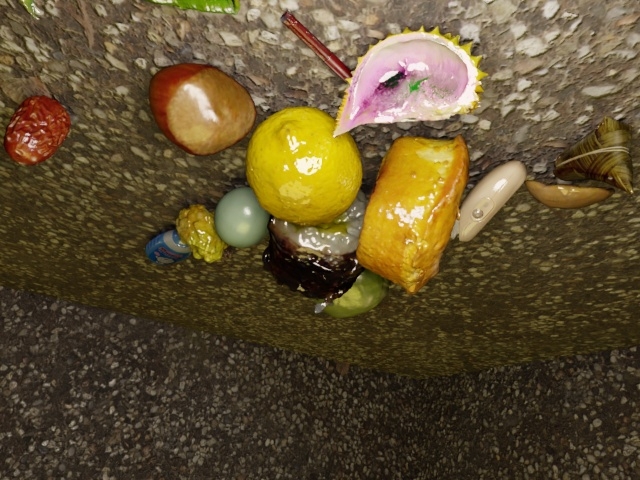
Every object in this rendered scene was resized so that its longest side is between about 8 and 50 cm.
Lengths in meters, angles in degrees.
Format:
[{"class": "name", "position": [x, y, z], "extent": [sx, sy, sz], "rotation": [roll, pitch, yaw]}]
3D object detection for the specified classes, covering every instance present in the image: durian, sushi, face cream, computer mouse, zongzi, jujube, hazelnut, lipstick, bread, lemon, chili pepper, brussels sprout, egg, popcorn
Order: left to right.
[{"class": "jujube", "position": [-0.657, -0.252, 1.102], "extent": [0.112, 0.176, 0.109], "rotation": [30, 142, -28]}, {"class": "chili pepper", "position": [-0.311, -0.417, 0.785], "extent": [0.359, 0.076, 0.084], "rotation": [1, 127, 4]}, {"class": "face cream", "position": [-0.541, 0.021, 1.750], "extent": [0.149, 0.083, 0.264], "rotation": [21, 151, -33]}, {"class": "hazelnut", "position": [-0.247, -0.259, 0.976], "extent": [0.210, 0.186, 0.210], "rotation": [-10, 157, -4]}, {"class": "popcorn", "position": [-0.370, -0.029, 1.525], "extent": [0.198, 0.155, 0.197], "rotation": [31, 154, 17]}, {"class": "durian", "position": [-0.359, 0.040, 1.744], "extent": [0.080, 0.080, 0.091], "rotation": [37, -175, -46]}, {"class": "egg", "position": [-0.225, -0.065, 1.388], "extent": [0.168, 0.167, 0.231], "rotation": [16, 155, -17]}, {"class": "lemon", "position": [-0.032, -0.157, 1.058], "extent": [0.254, 0.253, 0.310], "rotation": [-3, 156, 20]}, {"class": "lipstick", "position": [-0.004, -0.359, 0.886], "extent": [0.027, 0.027, 0.177], "rotation": [-17, 144, 41]}, {"class": "sushi", "position": [0.000, 0.000, 1.308], "extent": [0.300, 0.281, 0.294], "rotation": [33, 148, 7]}, {"class": "brussels sprout", "position": [0.095, 0.135, 1.629], "extent": [0.274, 0.242, 0.316], "rotation": [-24, -179, -5]}, {"class": "durian", "position": [0.163, -0.295, 0.864], "extent": [0.261, 0.153, 0.186], "rotation": [8, 133, 13]}, {"class": "bread", "position": [0.210, -0.074, 1.077], "extent": [0.204, 0.358, 0.336], "rotation": [21, 150, 8]}, {"class": "computer mouse", "position": [0.397, -0.098, 1.152], "extent": [0.082, 0.145, 0.236], "rotation": [41, 123, 8]}, {"class": "zongzi", "position": [0.573, -0.136, 1.012], "extent": [0.084, 0.184, 0.187], "rotation": [13, 154, -11]}]

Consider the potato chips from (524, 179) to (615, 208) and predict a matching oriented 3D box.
[{"class": "potato chips", "position": [0.574, -0.105, 1.112], "extent": [0.196, 0.061, 0.208], "rotation": [5, -173, 11]}]
